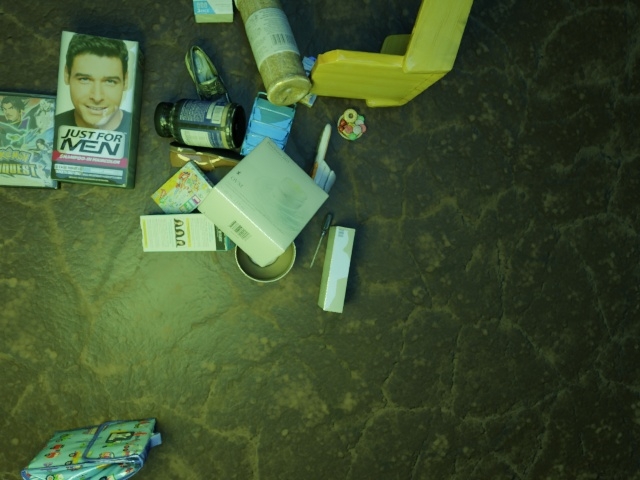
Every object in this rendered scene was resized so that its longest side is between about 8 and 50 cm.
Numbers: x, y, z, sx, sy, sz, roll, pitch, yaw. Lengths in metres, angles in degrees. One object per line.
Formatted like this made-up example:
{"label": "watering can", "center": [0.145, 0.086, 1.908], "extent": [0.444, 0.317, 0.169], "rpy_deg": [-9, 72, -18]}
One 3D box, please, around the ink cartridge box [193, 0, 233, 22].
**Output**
{"label": "ink cartridge box", "center": [-0.299, -0.701, 1.355], "extent": [0.105, 0.061, 0.181], "rpy_deg": [-5, 92, -9]}

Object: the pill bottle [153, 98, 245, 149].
{"label": "pill bottle", "center": [-0.321, -0.313, 1.317], "extent": [0.220, 0.123, 0.122], "rpy_deg": [8, 91, 8]}

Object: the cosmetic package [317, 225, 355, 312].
{"label": "cosmetic package", "center": [0.046, 0.080, 1.424], "extent": [0.061, 0.099, 0.238], "rpy_deg": [9, 91, -12]}

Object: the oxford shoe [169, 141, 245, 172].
{"label": "oxford shoe", "center": [-0.311, -0.222, 1.376], "extent": [0.213, 0.076, 0.075], "rpy_deg": [7, 116, -7]}

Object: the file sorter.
{"label": "file sorter", "center": [-0.143, -0.310, 1.374], "extent": [0.118, 0.104, 0.170], "rpy_deg": [15, 89, -10]}

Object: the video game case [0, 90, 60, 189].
{"label": "video game case", "center": [-0.830, -0.263, 1.294], "extent": [0.275, 0.035, 0.247], "rpy_deg": [2, 92, -10]}

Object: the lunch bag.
{"label": "lunch bag", "center": [-0.558, 0.560, 1.275], "extent": [0.294, 0.221, 0.137], "rpy_deg": [-13, 94, -9]}

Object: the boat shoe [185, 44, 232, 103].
{"label": "boat shoe", "center": [-0.306, -0.427, 1.357], "extent": [0.080, 0.073, 0.223], "rpy_deg": [-26, 96, -8]}

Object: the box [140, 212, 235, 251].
{"label": "box", "center": [-0.355, -0.024, 1.322], "extent": [0.245, 0.060, 0.100], "rpy_deg": [-1, 98, 13]}

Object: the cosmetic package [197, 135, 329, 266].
{"label": "cosmetic package", "center": [-0.140, -0.099, 1.252], "extent": [0.224, 0.138, 0.224], "rpy_deg": [43, 54, -10]}

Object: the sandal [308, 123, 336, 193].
{"label": "sandal", "center": [0.013, -0.200, 1.406], "extent": [0.076, 0.102, 0.264], "rpy_deg": [16, 87, -8]}

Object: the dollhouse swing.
{"label": "dollhouse swing", "center": [0.159, -0.522, 1.295], "extent": [0.305, 0.347, 0.314], "rpy_deg": [17, 89, -9]}

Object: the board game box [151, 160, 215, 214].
{"label": "board game box", "center": [-0.373, -0.130, 1.352], "extent": [0.154, 0.026, 0.103], "rpy_deg": [-38, 98, 16]}

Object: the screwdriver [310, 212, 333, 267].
{"label": "screwdriver", "center": [0.000, 0.000, 1.457], "extent": [0.024, 0.025, 0.169], "rpy_deg": [20, 97, -10]}

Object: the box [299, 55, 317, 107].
{"label": "box", "center": [-0.034, -0.464, 1.426], "extent": [0.081, 0.028, 0.136], "rpy_deg": [25, 90, -9]}

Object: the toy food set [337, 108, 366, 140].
{"label": "toy food set", "center": [0.092, -0.338, 1.455], "extent": [0.083, 0.020, 0.083], "rpy_deg": [37, 85, -9]}

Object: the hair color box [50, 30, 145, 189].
{"label": "hair color box", "center": [-0.578, -0.331, 1.295], "extent": [0.186, 0.113, 0.373], "rpy_deg": [5, 91, -10]}

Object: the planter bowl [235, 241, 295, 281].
{"label": "planter bowl", "center": [-0.156, 0.030, 1.381], "extent": [0.162, 0.109, 0.161], "rpy_deg": [0, 92, -9]}

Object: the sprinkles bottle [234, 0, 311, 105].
{"label": "sprinkles bottle", "center": [-0.132, -0.537, 1.307], "extent": [0.122, 0.121, 0.354], "rpy_deg": [-16, 76, -9]}
